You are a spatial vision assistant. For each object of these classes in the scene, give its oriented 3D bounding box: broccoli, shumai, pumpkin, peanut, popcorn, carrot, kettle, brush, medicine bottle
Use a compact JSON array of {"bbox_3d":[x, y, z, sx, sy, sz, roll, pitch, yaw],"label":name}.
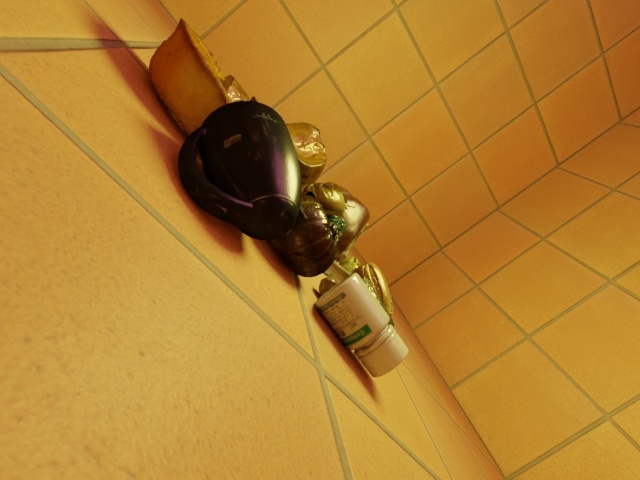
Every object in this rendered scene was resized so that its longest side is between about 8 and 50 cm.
[{"bbox_3d":[0.000,0.000,1.482,0.219,0.194,0.194,28,-13,43],"label":"broccoli"},{"bbox_3d":[0.153,0.229,1.320,0.201,0.120,0.201,57,6,-9],"label":"shumai"},{"bbox_3d":[-0.054,-0.010,1.015,0.219,0.162,0.219,165,-90,-84],"label":"pumpkin"},{"bbox_3d":[0.080,0.190,1.135,0.226,0.095,0.108,46,-30,-10],"label":"peanut"},{"bbox_3d":[0.139,0.127,1.814,0.116,0.106,0.121,41,10,-17],"label":"popcorn"},{"bbox_3d":[-0.126,-0.271,1.550,0.241,0.341,0.242,24,34,-18],"label":"carrot"},{"bbox_3d":[-0.162,-0.131,0.829,0.268,0.207,0.290,12,44,-36],"label":"kettle"},{"bbox_3d":[0.044,0.104,1.486,0.050,0.060,0.321,43,0,28],"label":"brush"},{"bbox_3d":[0.105,0.211,1.008,0.237,0.139,0.139,54,7,2],"label":"medicine bottle"}]

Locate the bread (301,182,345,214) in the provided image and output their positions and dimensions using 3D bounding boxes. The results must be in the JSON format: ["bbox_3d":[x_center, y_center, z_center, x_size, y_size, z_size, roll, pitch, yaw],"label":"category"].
[{"bbox_3d":[-0.008,-0.147,1.396,0.213,0.213,0.105,-53,150,-83],"label":"bread"}]

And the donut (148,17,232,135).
[{"bbox_3d":[-0.278,-0.333,1.069,0.435,0.163,0.378,52,7,-35],"label":"donut"}]

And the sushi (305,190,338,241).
[{"bbox_3d":[-0.026,-0.020,1.256,0.172,0.153,0.150,51,-5,38],"label":"sushi"}]

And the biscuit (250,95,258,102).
[{"bbox_3d":[-0.139,-0.312,1.154,0.131,0.026,0.237,49,10,-49],"label":"biscuit"}]

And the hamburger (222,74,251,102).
[{"bbox_3d":[-0.323,-0.481,1.498,0.209,0.162,0.330,47,5,-36],"label":"hamburger"}]

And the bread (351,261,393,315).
[{"bbox_3d":[0.196,0.200,1.558,0.106,0.139,0.237,45,26,-62],"label":"bread"}]

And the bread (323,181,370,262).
[{"bbox_3d":[0.055,-0.081,1.672,0.279,0.250,0.225,38,-27,-1],"label":"bread"}]
